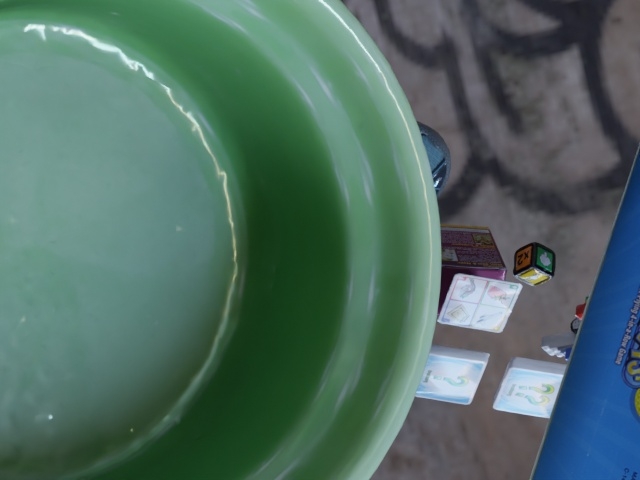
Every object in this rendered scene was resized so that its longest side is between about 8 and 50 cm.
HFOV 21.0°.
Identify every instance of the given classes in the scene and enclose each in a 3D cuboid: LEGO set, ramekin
[{"bbox_3d":[0.172,0.086,1.260,0.183,0.060,0.244,9,149,-2],"label":"LEGO set"},{"bbox_3d":[-0.110,0.008,0.786,0.303,0.303,0.148,-19,-170,-28],"label":"ramekin"}]

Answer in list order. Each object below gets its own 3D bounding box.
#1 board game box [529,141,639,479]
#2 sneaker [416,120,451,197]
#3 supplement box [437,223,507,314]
[{"bbox_3d":[0.210,0.074,0.883,0.086,0.308,0.302,22,-165,25],"label":"board game box"},{"bbox_3d":[0.000,0.000,1.197,0.262,0.104,0.125,-31,-159,-22],"label":"sneaker"},{"bbox_3d":[0.107,0.022,1.319,0.055,0.043,0.083,4,-158,-5],"label":"supplement box"}]
